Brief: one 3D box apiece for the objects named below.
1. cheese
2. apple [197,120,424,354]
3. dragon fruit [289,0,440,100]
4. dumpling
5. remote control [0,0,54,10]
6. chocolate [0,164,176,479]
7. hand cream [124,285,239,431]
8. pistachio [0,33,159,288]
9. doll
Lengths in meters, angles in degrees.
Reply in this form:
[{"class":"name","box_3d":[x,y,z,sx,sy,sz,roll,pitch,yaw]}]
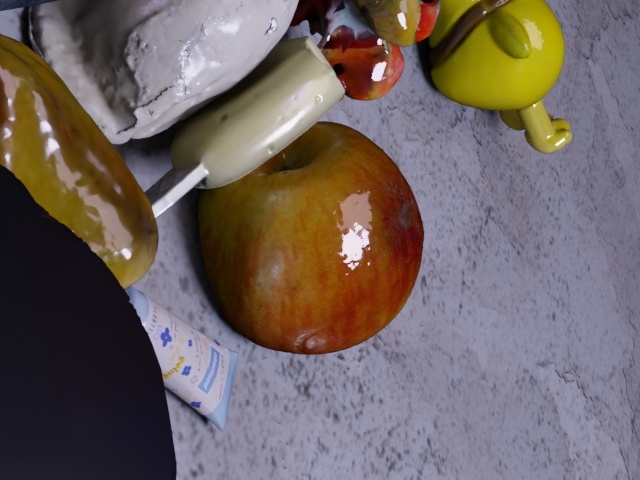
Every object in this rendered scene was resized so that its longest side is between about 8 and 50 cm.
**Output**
[{"class":"cheese","box_3d":[-0.078,-0.061,1.005,0.255,0.127,0.050,-46,114,-30]},{"class":"apple","box_3d":[0.000,0.000,1.101,0.195,0.160,0.173,-49,140,-46]},{"class":"dragon fruit","box_3d":[0.036,-0.284,1.188,0.243,0.227,0.307,-35,109,-51]},{"class":"dumpling","box_3d":[-0.111,-0.178,1.012,0.172,0.142,0.247,42,64,7]},{"class":"remote control","box_3d":[-0.267,-0.169,0.800,0.377,0.044,0.107,-23,89,-50]},{"class":"chocolate","box_3d":[-0.221,0.100,0.675,0.283,0.186,0.284,42,36,-39]},{"class":"hand cream","box_3d":[-0.111,0.074,0.985,0.170,0.043,0.065,42,50,-47]},{"class":"pistachio","box_3d":[-0.181,-0.045,0.882,0.189,0.100,0.110,52,16,-18]},{"class":"doll","box_3d":[0.152,-0.238,1.423,0.199,0.145,0.363,46,-8,50]}]
